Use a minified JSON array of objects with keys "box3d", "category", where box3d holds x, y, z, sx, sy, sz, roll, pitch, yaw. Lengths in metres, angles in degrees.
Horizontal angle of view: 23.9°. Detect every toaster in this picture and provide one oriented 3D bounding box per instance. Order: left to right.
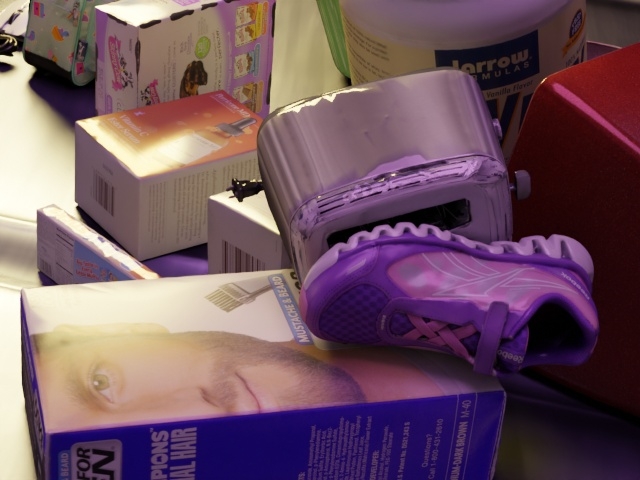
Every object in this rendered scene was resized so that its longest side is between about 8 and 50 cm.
[{"box3d":[0.045,-0.038,1.178,0.227,0.129,0.146,-13,39,-5],"category":"toaster"}]

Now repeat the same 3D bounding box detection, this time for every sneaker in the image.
[{"box3d":[0.104,0.053,1.101,0.236,0.095,0.105,0,39,-16],"category":"sneaker"}]

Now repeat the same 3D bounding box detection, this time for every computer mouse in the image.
[{"box3d":[-0.356,-0.266,1.805,0.106,0.042,0.193,21,34,26],"category":"computer mouse"}]

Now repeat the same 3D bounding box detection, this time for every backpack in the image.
[{"box3d":[-0.247,-0.283,1.707,0.144,0.188,0.166,19,32,22],"category":"backpack"}]

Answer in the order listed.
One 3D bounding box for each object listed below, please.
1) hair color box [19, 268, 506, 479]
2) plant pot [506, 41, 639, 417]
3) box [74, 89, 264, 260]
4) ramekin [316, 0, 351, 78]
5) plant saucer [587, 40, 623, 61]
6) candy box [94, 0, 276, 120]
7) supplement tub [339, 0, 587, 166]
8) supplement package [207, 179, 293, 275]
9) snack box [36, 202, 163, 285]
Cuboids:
[{"box3d":[-0.051,0.113,1.155,0.338,0.110,0.185,-5,33,-15],"category":"hair color box"},{"box3d":[0.311,0.003,1.272,0.267,0.267,0.235,-23,51,-39],"category":"plant pot"},{"box3d":[-0.133,-0.066,1.457,0.170,0.091,0.130,-17,37,-33],"category":"box"},{"box3d":[0.137,-0.289,1.748,0.303,0.148,0.303,-11,19,4],"category":"ramekin"},{"box3d":[0.290,-0.148,1.707,0.310,0.050,0.311,5,30,-3],"category":"plant saucer"},{"box3d":[-0.140,-0.180,1.575,0.070,0.165,0.196,28,37,34],"category":"candy box"},{"box3d":[0.139,-0.198,1.451,0.235,0.325,0.235,-6,44,6],"category":"supplement tub"},{"box3d":[0.000,0.000,1.347,0.179,0.105,0.105,-20,33,-37],"category":"supplement package"},{"box3d":[-0.187,0.033,1.306,0.022,0.064,0.178,-22,41,-39],"category":"snack box"}]
